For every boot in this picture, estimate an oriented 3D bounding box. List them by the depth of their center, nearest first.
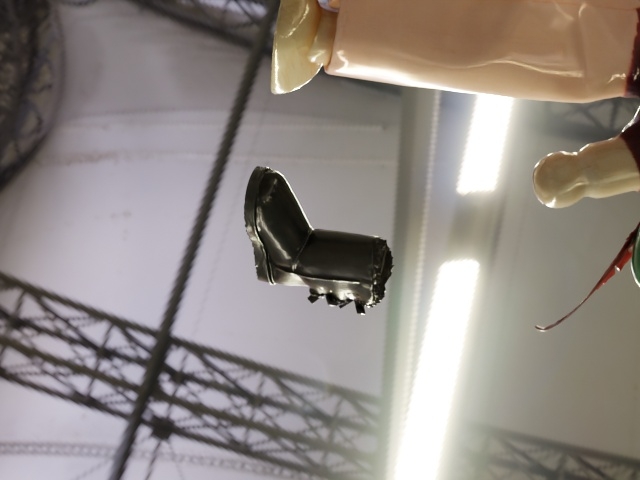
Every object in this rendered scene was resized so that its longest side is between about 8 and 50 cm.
[{"bbox_3d":[0.000,0.000,0.907,0.099,0.121,0.045,12,-131,17],"label":"boot"}]

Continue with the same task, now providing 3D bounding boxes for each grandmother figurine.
[{"bbox_3d":[0.156,-0.118,0.625,0.104,0.342,0.208,-78,178,-78],"label":"grandmother figurine"}]

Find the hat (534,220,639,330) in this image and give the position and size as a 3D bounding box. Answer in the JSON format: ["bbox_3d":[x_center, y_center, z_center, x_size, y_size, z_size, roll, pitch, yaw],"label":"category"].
[{"bbox_3d":[0.333,0.022,1.300,0.183,0.208,0.173,-23,-144,-11],"label":"hat"}]
